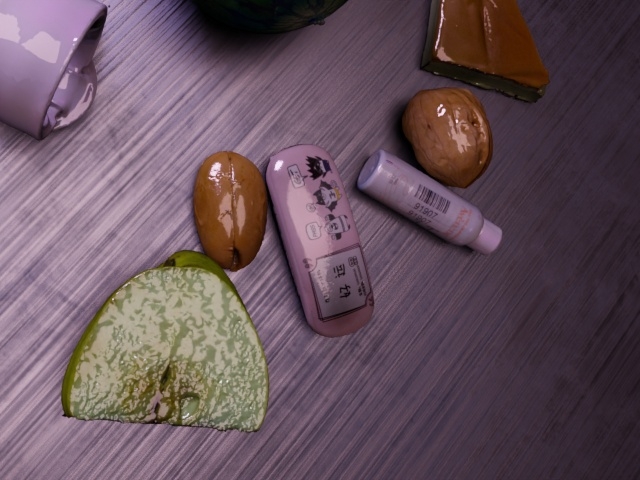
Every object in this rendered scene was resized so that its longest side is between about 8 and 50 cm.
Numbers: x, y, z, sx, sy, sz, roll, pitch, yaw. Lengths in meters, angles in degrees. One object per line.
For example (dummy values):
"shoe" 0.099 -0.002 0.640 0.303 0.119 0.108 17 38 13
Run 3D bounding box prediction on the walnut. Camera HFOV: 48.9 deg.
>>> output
"walnut" 0.220 -0.174 1.182 0.144 0.144 0.180 -20 86 -19

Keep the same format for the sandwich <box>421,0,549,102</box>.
"sandwich" 0.311 -0.381 1.258 0.245 0.063 0.212 11 83 -21

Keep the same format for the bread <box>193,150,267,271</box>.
"bread" -0.136 -0.047 1.082 0.114 0.077 0.189 -3 86 -24

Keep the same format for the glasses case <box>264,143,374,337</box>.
"glasses case" 0.000 0.000 1.126 0.122 0.075 0.314 -17 94 -18

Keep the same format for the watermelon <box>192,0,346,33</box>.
"watermelon" -0.072 -0.470 0.984 0.363 0.363 0.363 1 88 -20

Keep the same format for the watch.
"watch" -0.379 -0.268 0.919 0.196 0.231 0.244 26 83 -15

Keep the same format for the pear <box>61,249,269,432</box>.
"pear" -0.216 0.144 1.004 0.292 0.159 0.292 1 87 -23

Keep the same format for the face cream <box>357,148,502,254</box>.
"face cream" 0.192 -0.057 1.195 0.269 0.082 0.082 28 79 -16
